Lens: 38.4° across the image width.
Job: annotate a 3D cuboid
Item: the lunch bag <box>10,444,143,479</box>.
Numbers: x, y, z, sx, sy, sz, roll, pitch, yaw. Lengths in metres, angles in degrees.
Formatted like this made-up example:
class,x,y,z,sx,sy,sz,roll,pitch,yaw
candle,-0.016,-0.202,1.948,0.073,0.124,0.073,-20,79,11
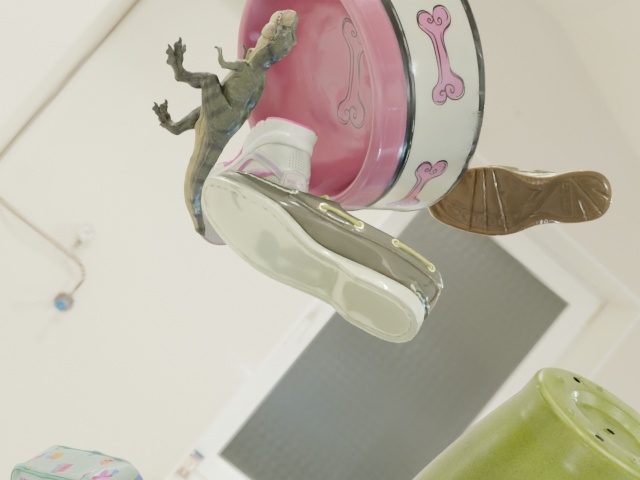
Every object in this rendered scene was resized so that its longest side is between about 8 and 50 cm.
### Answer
class,x,y,z,sx,sy,sz,roll,pitch,yaw
lunch bag,-0.389,0.469,1.524,0.279,0.224,0.108,0,13,40

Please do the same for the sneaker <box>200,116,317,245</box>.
class,x,y,z,sx,sy,sz,roll,pitch,yaw
sneaker,-0.095,-0.050,1.189,0.103,0.111,0.252,16,-35,-24

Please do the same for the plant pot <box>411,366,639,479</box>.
class,x,y,z,sx,sy,sz,roll,pitch,yaw
plant pot,0.294,0.374,1.233,0.367,0.353,0.366,29,18,-10

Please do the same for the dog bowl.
class,x,y,z,sx,sy,sz,roll,pitch,yaw
dog bowl,0.032,-0.222,1.267,0.408,0.150,0.407,31,-51,48

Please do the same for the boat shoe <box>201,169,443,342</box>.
class,x,y,z,sx,sy,sz,roll,pitch,yaw
boat shoe,-0.001,0.003,1.070,0.305,0.091,0.109,32,-41,12

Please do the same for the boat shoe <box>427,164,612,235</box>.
class,x,y,z,sx,sy,sz,roll,pitch,yaw
boat shoe,0.292,-0.062,1.393,0.285,0.104,0.089,1,5,-10

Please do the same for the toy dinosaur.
class,x,y,z,sx,sy,sz,roll,pitch,yaw
toy dinosaur,-0.124,-0.147,1.010,0.118,0.268,0.064,31,16,12
